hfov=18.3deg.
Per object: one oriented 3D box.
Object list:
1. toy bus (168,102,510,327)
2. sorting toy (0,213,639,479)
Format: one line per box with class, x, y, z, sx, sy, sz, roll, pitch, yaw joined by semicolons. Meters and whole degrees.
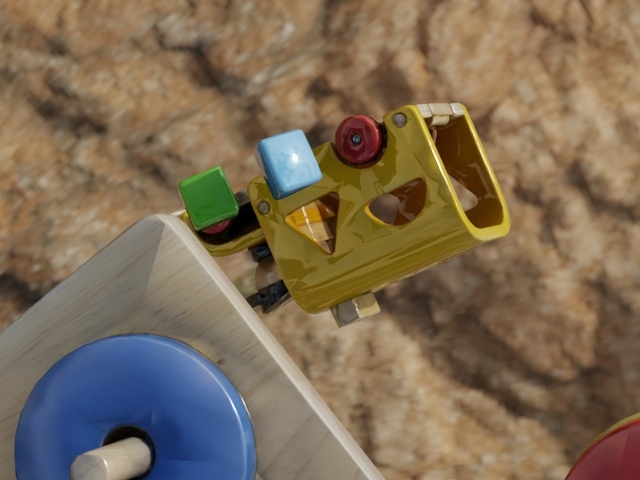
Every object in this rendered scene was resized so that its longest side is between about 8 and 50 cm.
toy bus;0.008;-0.004;1.151;0.191;0.202;0.104;-21;85;-21
sorting toy;-0.051;0.091;0.377;0.274;0.046;0.132;-39;83;9
